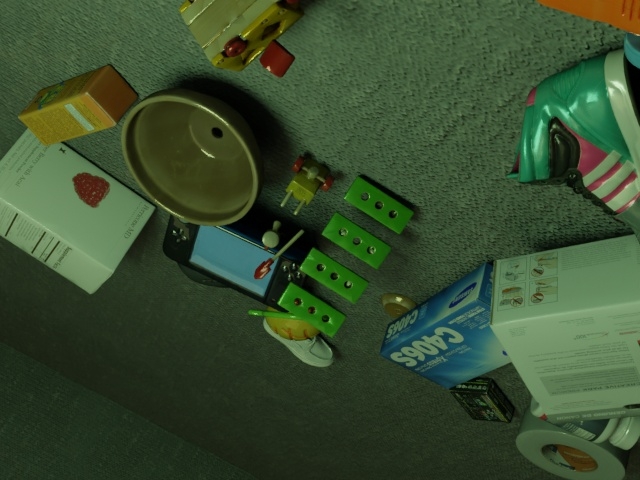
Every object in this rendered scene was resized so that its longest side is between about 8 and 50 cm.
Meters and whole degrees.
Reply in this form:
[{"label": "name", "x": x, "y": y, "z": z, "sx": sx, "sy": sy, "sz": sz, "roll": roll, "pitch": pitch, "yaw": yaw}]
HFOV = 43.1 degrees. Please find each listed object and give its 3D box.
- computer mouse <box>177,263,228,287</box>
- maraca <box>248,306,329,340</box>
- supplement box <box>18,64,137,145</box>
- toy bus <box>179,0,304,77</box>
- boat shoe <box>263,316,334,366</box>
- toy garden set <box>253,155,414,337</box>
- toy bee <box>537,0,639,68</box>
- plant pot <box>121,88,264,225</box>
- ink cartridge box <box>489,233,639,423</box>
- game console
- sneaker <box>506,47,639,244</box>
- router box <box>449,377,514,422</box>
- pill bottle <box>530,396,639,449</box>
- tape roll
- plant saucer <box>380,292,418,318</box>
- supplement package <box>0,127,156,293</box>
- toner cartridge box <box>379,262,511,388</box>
[{"label": "computer mouse", "x": -0.207, "y": 0.049, "z": 1.672, "sx": 0.262, "sy": 0.060, "sz": 0.184, "roll": 18, "pitch": 149, "yaw": 14}, {"label": "maraca", "x": -0.066, "y": 0.156, "z": 1.681, "sx": 0.186, "sy": 0.099, "sz": 0.127, "roll": 1, "pitch": 170, "yaw": 42}, {"label": "supplement box", "x": -0.424, "y": -0.230, "z": 1.402, "sx": 0.233, "sy": 0.078, "sz": 0.080, "roll": -8, "pitch": 135, "yaw": 43}, {"label": "toy bus", "x": -0.070, "y": -0.300, "z": 0.995, "sx": 0.202, "sy": 0.191, "sz": 0.104, "roll": 14, "pitch": -170, "yaw": 23}, {"label": "boat shoe", "x": -0.040, "y": 0.213, "z": 1.797, "sx": 0.184, "sy": 0.066, "sz": 0.063, "roll": 41, "pitch": 149, "yaw": -4}, {"label": "toy garden set", "x": 0.000, "y": 0.000, "z": 1.316, "sx": 0.204, "sy": 0.244, "sz": 0.049, "roll": 32, "pitch": -172, "yaw": -4}, {"label": "toy bee", "x": 0.361, "y": -0.225, "z": 0.766, "sx": 0.298, "sy": 0.162, "sz": 0.195, "roll": 48, "pitch": 161, "yaw": 14}, {"label": "plant pot", "x": -0.187, "y": -0.148, "z": 1.286, "sx": 0.237, "sy": 0.110, "sz": 0.237, "roll": 13, "pitch": 132, "yaw": 15}, {"label": "ink cartridge box", "x": 0.437, "y": 0.130, "z": 1.161, "sx": 0.309, "sy": 0.130, "sz": 0.272, "roll": -12, "pitch": 132, "yaw": 28}, {"label": "game console", "x": -0.170, "y": 0.029, "z": 1.486, "sx": 0.293, "sy": 0.173, "sz": 0.250, "roll": 26, "pitch": 127, "yaw": 4}, {"label": "sneaker", "x": 0.325, "y": -0.086, "z": 0.991, "sx": 0.178, "sy": 0.124, "sz": 0.295, "roll": -6, "pitch": 129, "yaw": 35}, {"label": "router box", "x": 0.339, "y": 0.334, "z": 1.700, "sx": 0.092, "sy": 0.038, "sz": 0.122, "roll": -4, "pitch": 138, "yaw": 42}, {"label": "pill bottle", "x": 0.487, "y": 0.305, "z": 1.476, "sx": 0.180, "sy": 0.108, "sz": 0.108, "roll": 24, "pitch": 149, "yaw": 4}, {"label": "tape roll", "x": 0.515, "y": 0.413, "z": 1.652, "sx": 0.219, "sy": 0.072, "sz": 0.219, "roll": 20, "pitch": 149, "yaw": 12}, {"label": "plant saucer", "x": 0.153, "y": 0.132, "z": 1.563, "sx": 0.083, "sy": 0.015, "sz": 0.083, "roll": 19, "pitch": 148, "yaw": 12}, {"label": "supplement package", "x": -0.517, "y": -0.059, "z": 1.632, "sx": 0.293, "sy": 0.177, "sz": 0.175, "roll": 35, "pitch": 148, "yaw": -15}, {"label": "toner cartridge box", "x": 0.259, "y": 0.164, "z": 1.455, "sx": 0.165, "sy": 0.075, "sz": 0.348, "roll": 26, "pitch": 149, "yaw": -11}]
